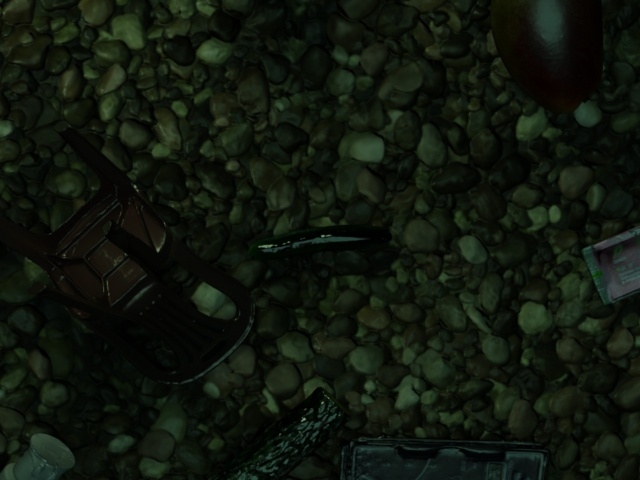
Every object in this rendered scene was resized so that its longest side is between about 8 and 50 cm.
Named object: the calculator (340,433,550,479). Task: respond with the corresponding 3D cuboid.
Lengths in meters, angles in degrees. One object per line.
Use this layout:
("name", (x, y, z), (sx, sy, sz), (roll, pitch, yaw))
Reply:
("calculator", (0.160, 0.337, 1.670), (0.274, 0.028, 0.165), (2, 100, -4))

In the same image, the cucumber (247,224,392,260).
("cucumber", (0.000, 0.000, 1.601), (0.184, 0.033, 0.036), (-8, 79, -4))

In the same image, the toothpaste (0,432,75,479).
("toothpaste", (-0.422, 0.379, 1.631), (0.114, 0.073, 0.299), (35, 103, -9))

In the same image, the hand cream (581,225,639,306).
("hand cream", (0.476, -0.003, 1.625), (0.275, 0.050, 0.079), (-23, 75, 6))

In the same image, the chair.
("chair", (-0.239, 0.031, 1.553), (0.176, 0.183, 0.326), (-41, 144, 3))

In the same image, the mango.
("mango", (0.269, -0.283, 1.528), (0.133, 0.111, 0.267), (-8, 95, 10))

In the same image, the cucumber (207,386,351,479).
("cucumber", (-0.089, 0.297, 1.633), (0.293, 0.067, 0.067), (-39, 100, 5))
